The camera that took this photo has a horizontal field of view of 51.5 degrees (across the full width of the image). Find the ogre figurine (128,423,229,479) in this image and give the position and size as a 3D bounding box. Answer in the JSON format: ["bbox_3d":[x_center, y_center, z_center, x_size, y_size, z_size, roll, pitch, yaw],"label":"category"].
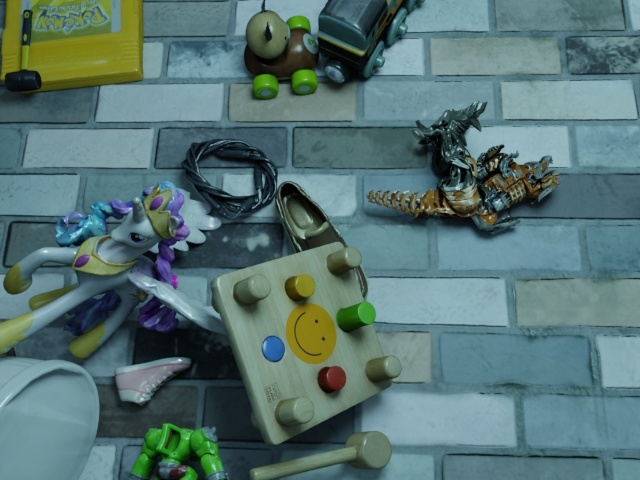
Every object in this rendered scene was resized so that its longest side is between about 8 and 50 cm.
[{"bbox_3d":[-0.226,0.356,1.053,0.197,0.097,0.118,-21,57,43],"label":"ogre figurine"}]

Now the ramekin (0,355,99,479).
[{"bbox_3d":[-0.475,0.302,1.012,0.127,0.273,0.272,14,72,20],"label":"ramekin"}]

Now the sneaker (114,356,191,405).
[{"bbox_3d":[-0.281,0.240,1.125,0.135,0.051,0.070,-12,73,3],"label":"sneaker"}]

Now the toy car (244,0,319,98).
[{"bbox_3d":[-0.080,-0.385,1.249,0.149,0.188,0.154,-7,71,1],"label":"toy car"}]

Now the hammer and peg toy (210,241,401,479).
[{"bbox_3d":[-0.006,0.196,1.003,0.266,0.127,0.361,-15,83,-39],"label":"hammer and peg toy"}]

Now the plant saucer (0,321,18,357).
[{"bbox_3d":[-0.665,0.253,1.128,0.311,0.050,0.310,1,66,-3],"label":"plant saucer"}]

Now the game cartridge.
[{"bbox_3d":[-0.512,-0.466,1.377,0.286,0.052,0.323,-6,71,1],"label":"game cartridge"}]

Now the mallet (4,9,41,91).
[{"bbox_3d":[-0.595,-0.377,1.317,0.063,0.039,0.189,-13,69,-4],"label":"mallet"}]

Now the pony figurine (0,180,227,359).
[{"bbox_3d":[-0.299,0.057,1.066,0.364,0.351,0.302,-33,67,12],"label":"pony figurine"}]

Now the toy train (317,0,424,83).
[{"bbox_3d":[0.106,-0.460,1.260,0.142,0.190,0.333,29,76,9],"label":"toy train"}]

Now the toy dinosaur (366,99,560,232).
[{"bbox_3d":[0.253,-0.115,1.168,0.322,0.164,0.218,-11,87,-22],"label":"toy dinosaur"}]

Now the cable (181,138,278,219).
[{"bbox_3d":[-0.169,-0.131,1.234,0.151,0.047,0.184,-39,73,-22],"label":"cable"}]

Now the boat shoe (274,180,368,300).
[{"bbox_3d":[-0.007,0.004,1.162,0.095,0.095,0.257,-34,73,-8],"label":"boat shoe"}]
